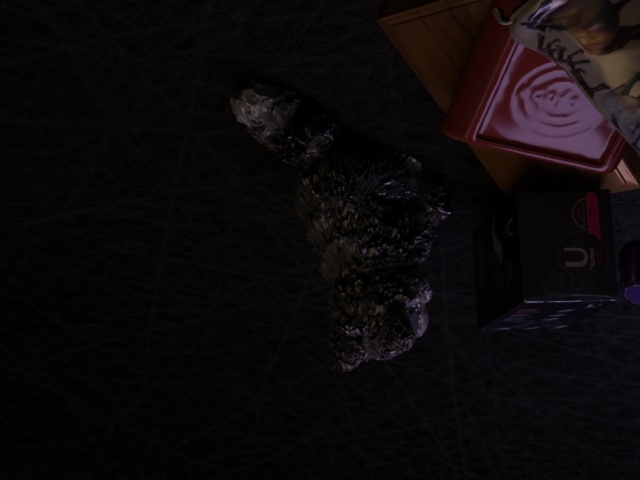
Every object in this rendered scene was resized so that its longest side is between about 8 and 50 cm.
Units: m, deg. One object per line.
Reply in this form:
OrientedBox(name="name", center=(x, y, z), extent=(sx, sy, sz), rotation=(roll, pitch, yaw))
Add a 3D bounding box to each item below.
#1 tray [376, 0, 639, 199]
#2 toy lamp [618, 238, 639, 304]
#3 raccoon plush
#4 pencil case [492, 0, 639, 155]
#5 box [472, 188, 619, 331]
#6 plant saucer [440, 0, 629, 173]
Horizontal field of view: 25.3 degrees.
OrientedBox(name="tray", center=(0.271, -0.207, 1.971), extent=(0.203, 0.076, 0.411), rotation=(-11, 135, 35))
OrientedBox(name="toy lamp", center=(0.456, -0.034, 1.944), extent=(0.080, 0.274, 0.080), rotation=(12, 144, 9))
OrientedBox(name="raccoon plush", center=(0.000, 0.000, 2.178), extent=(0.446, 0.299, 0.216), rotation=(28, 144, -13))
OrientedBox(name="pencil case", center=(0.392, -0.173, 1.650), extent=(0.410, 0.183, 0.160), rotation=(44, -176, -8))
OrientedBox(name="box", center=(0.325, 0.034, 2.099), extent=(0.143, 0.165, 0.270), rotation=(-1, 168, -7))
OrientedBox(name="plant saucer", center=(0.317, -0.193, 1.868), extent=(0.259, 0.047, 0.259), rotation=(12, 134, -9))
